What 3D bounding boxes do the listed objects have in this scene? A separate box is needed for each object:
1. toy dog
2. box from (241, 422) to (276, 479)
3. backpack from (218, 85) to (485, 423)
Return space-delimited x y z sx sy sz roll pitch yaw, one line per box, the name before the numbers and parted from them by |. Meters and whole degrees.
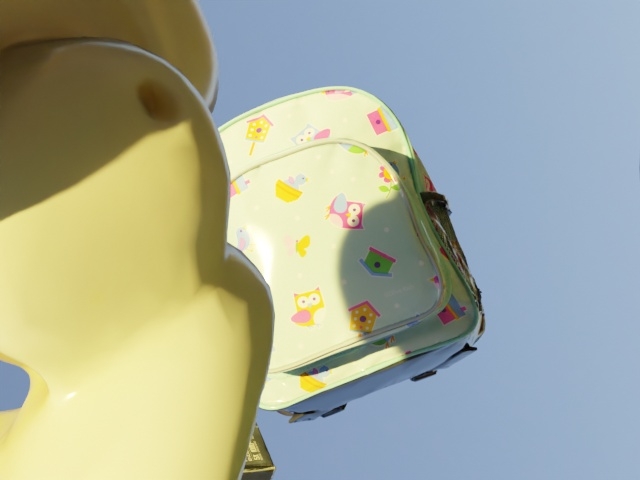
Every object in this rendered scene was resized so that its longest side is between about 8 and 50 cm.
toy dog | -0.201 -0.102 0.502 0.408 0.284 0.395 50 -128 -31
box | -0.118 0.177 1.468 0.077 0.147 0.180 -1 -137 -26
backpack | 0.000 0.000 1.080 0.144 0.166 0.188 49 -160 -72
